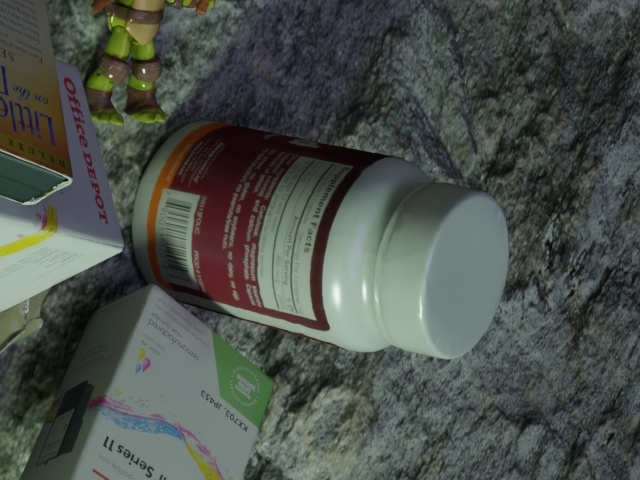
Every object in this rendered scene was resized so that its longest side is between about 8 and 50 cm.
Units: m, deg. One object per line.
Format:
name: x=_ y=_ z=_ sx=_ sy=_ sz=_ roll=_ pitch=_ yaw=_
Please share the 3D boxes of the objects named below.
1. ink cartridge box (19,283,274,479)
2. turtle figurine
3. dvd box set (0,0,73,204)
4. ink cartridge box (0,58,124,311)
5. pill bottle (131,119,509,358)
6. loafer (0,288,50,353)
ink cartridge box: x=-0.200 y=0.252 z=1.923 sx=0.207 sy=0.119 sz=0.353 roll=41 pitch=48 yaw=-27
turtle figurine: x=-0.205 y=-0.237 z=1.907 sx=0.269 sy=0.087 sz=0.217 roll=-17 pitch=123 yaw=-63
dvd box set: x=-0.354 y=-0.257 z=1.461 sx=0.308 sy=0.062 sz=0.420 roll=21 pitch=49 yaw=-50
ink cartridge box: x=-0.348 y=-0.061 z=1.588 sx=0.270 sy=0.197 sz=0.198 roll=16 pitch=53 yaw=-57
pill bottle: x=0.000 y=0.000 z=2.020 sx=0.224 sy=0.392 sz=0.224 roll=-27 pitch=123 yaw=-50
loafer: x=-0.336 y=0.077 z=1.808 sx=0.268 sy=0.102 sz=0.092 roll=-58 pitch=137 yaw=-27
